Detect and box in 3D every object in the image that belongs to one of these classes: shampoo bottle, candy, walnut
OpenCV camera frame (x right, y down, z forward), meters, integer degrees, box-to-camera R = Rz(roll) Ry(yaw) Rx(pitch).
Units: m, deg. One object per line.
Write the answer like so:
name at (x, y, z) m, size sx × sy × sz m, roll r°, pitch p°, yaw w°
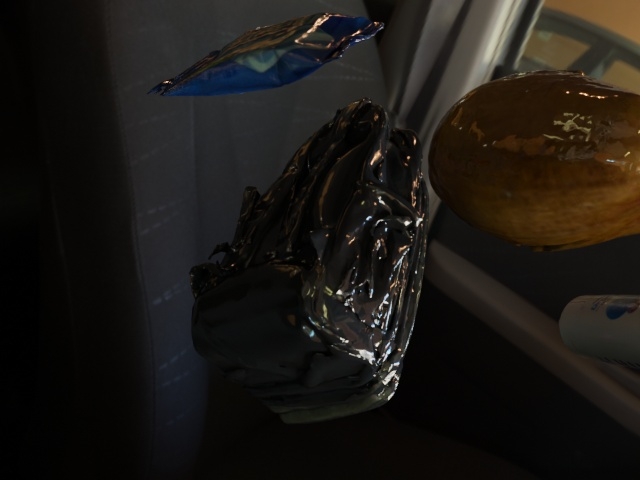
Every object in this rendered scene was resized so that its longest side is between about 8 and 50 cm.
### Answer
shampoo bottle at (0.383, 0.111, 0.836) m, size 0.092 × 0.092 × 0.303 m, roll 24°, pitch -6°, yaw -6°
candy at (-0.082, -0.271, 1.005) m, size 0.331 × 0.077 × 0.187 m, roll -4°, pitch 30°, yaw 31°
walnut at (0.270, -0.086, 0.750) m, size 0.208 × 0.209 × 0.336 m, roll 9°, pitch 3°, yaw -36°

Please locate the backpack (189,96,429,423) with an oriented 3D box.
backpack at (0.000, 0.000, 0.540) m, size 0.133 × 0.206 × 0.258 m, roll 38°, pitch 53°, yaw -25°
